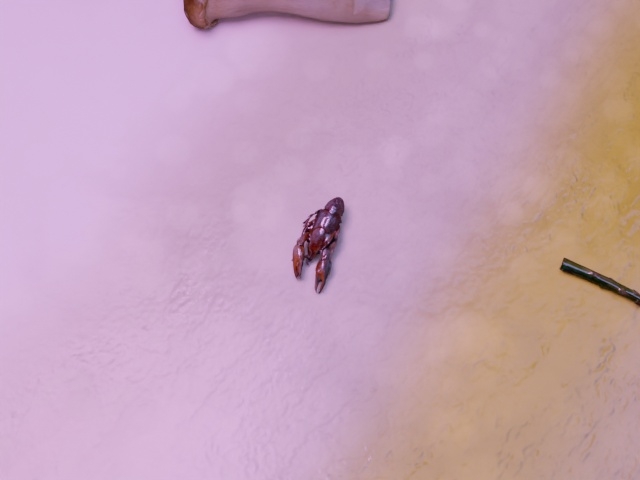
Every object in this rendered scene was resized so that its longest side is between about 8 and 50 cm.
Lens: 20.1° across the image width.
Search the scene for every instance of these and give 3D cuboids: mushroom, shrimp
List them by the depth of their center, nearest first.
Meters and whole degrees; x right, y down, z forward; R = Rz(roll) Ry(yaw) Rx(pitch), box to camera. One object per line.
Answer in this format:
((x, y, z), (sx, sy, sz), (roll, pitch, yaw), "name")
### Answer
((-0.004, 0.001, 1.674), (0.038, 0.029, 0.092), (13, 75, 4), "shrimp")
((-0.035, -0.243, 1.743), (0.209, 0.071, 0.084), (3, 76, -3), "mushroom")

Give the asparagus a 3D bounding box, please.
((0.274, 0.046, 1.666), (0.114, 0.014, 0.015), (26, 106, 10), "asparagus")
